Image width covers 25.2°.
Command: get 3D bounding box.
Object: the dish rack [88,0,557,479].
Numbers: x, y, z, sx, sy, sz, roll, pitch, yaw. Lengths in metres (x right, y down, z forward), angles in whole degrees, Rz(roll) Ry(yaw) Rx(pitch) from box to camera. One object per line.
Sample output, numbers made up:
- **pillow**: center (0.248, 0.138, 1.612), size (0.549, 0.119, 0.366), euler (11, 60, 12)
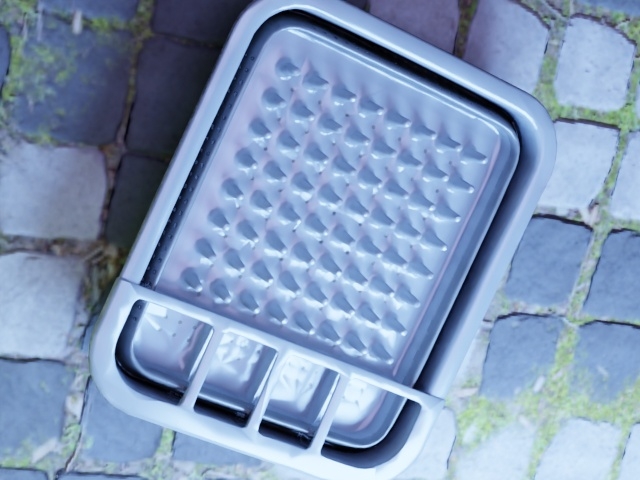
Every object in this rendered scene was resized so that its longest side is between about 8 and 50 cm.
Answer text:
- **dish rack**: center (0.000, 0.000, 1.077), size (0.285, 0.072, 0.333), euler (23, 97, -24)
